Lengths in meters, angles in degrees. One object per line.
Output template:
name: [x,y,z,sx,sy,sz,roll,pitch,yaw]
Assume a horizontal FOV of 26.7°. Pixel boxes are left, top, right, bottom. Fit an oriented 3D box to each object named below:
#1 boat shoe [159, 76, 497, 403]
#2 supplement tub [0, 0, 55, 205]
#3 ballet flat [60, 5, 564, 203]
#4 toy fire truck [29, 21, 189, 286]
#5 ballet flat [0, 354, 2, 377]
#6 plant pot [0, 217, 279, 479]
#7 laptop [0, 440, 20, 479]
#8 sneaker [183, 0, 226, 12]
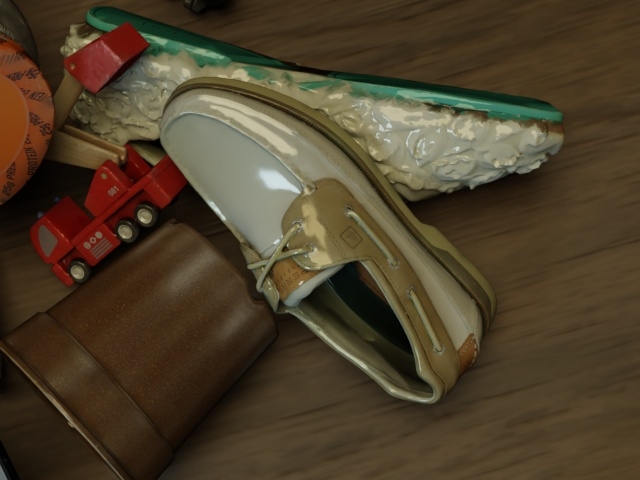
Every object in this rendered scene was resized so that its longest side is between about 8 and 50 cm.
boat shoe: [0.000,0.000,0.991,0.302,0.113,0.103,37,46,-8]
supplement tub: [-0.342,-0.156,1.027,0.193,0.193,0.316,-41,54,-6]
ballet flat: [-0.014,-0.087,1.078,0.409,0.147,0.147,14,77,11]
toy fire truck: [-0.176,-0.062,1.043,0.192,0.047,0.135,-36,99,31]
ballet flat: [-0.325,0.014,1.093,0.248,0.086,0.086,40,82,14]
plant pot: [-0.131,0.083,1.020,0.165,0.167,0.167,-42,76,-15]
laptop: [-0.414,0.253,0.923,0.382,0.408,0.236,5,54,5]
sneaker: [-0.166,-0.315,1.150,0.276,0.097,0.135,33,81,10]
